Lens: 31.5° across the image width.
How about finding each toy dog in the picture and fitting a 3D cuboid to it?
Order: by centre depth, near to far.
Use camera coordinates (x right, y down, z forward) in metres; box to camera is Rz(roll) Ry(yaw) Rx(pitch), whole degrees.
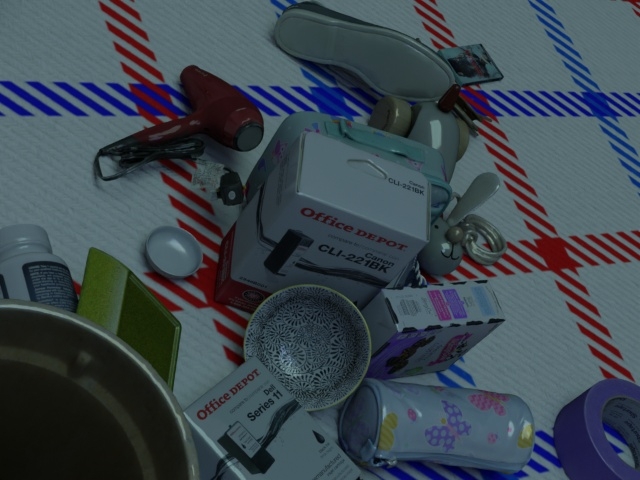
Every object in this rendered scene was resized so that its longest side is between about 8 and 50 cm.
[{"bbox_3d":[0.202,-0.121,1.846,0.220,0.161,0.333,-8,62,-36],"label":"toy dog"}]

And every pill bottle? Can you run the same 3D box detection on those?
[{"bbox_3d":[-0.350,0.075,1.382,0.108,0.108,0.180,-3,59,-34],"label":"pill bottle"}]

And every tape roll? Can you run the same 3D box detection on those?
[{"bbox_3d":[0.456,0.311,1.735,0.189,0.080,0.189,17,50,-22],"label":"tape roll"}]

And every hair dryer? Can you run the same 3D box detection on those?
[{"bbox_3d":[-0.194,-0.175,1.675,0.224,0.080,0.293,13,38,-3],"label":"hair dryer"}]

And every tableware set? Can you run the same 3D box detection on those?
[{"bbox_3d":[0.224,-0.274,2.012,0.194,0.039,0.128,49,7,10],"label":"tableware set"}]

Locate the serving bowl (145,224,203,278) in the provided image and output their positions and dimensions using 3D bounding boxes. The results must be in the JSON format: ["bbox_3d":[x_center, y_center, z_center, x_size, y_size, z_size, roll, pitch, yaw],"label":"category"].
[{"bbox_3d":[-0.206,0.020,1.572,0.083,0.027,0.083,17,50,-21],"label":"serving bowl"}]

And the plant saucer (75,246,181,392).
[{"bbox_3d":[-0.228,0.127,1.390,0.188,0.045,0.188,55,29,-45],"label":"plant saucer"}]

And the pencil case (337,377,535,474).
[{"bbox_3d":[0.163,0.258,1.561,0.273,0.113,0.124,9,28,-29],"label":"pencil case"}]

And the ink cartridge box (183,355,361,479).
[{"bbox_3d":[-0.076,0.270,1.422,0.208,0.087,0.153,46,45,7],"label":"ink cartridge box"}]

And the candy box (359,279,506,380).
[{"bbox_3d":[0.135,0.130,1.608,0.196,0.165,0.070,-4,59,-34],"label":"candy box"}]

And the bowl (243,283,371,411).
[{"bbox_3d":[-0.017,0.143,1.544,0.170,0.080,0.170,0,89,1],"label":"bowl"}]

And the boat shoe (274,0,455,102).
[{"bbox_3d":[0.084,-0.332,1.939,0.319,0.116,0.099,20,36,5],"label":"boat shoe"}]

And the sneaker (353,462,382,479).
[{"bbox_3d":[0.053,0.321,1.507,0.109,0.040,0.044,39,15,7],"label":"sneaker"}]

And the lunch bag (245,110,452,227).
[{"bbox_3d":[0.038,-0.072,1.658,0.279,0.224,0.108,13,49,-24],"label":"lunch bag"}]

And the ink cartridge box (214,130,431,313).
[{"bbox_3d":[0.000,0.000,1.546,0.197,0.273,0.114,20,48,-18],"label":"ink cartridge box"}]

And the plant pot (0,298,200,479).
[{"bbox_3d":[-0.330,0.275,1.103,0.334,0.305,0.334,18,49,-21],"label":"plant pot"}]

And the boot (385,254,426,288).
[{"bbox_3d":[0.121,0.047,1.660,0.086,0.190,0.069,7,29,-32],"label":"boot"}]

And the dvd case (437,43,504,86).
[{"bbox_3d":[0.287,-0.335,2.168,0.119,0.013,0.087,-14,65,-39],"label":"dvd case"}]
